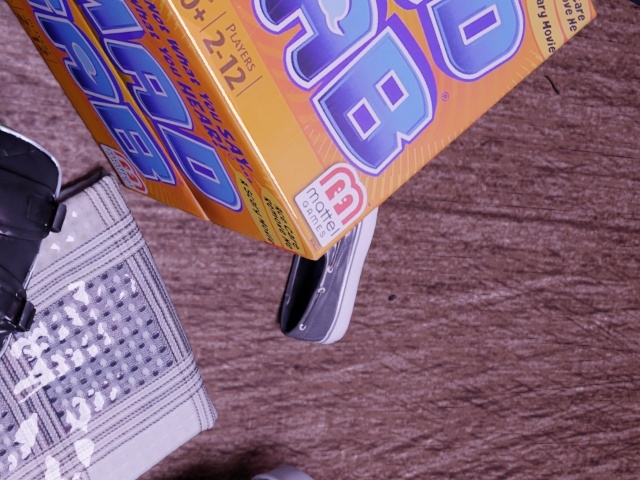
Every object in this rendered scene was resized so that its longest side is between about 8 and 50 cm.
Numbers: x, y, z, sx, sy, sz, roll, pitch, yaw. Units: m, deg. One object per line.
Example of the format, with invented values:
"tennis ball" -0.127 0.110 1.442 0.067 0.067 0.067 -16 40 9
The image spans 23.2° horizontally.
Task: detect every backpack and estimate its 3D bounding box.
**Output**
"backpack" -0.374 -0.022 1.315 0.253 0.191 0.225 27 72 -37

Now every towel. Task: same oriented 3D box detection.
"towel" -0.277 0.134 1.512 0.324 0.056 0.312 -31 117 -23

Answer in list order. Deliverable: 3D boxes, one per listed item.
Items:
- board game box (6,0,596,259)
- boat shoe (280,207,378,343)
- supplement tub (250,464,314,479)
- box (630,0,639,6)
"board game box" -0.051 -0.258 1.381 0.356 0.356 0.356 -41 120 -19
"boat shoe" 0.000 0.000 1.656 0.076 0.080 0.228 2 108 -36
"supplement tub" -0.126 0.388 1.567 0.325 0.235 0.235 -26 115 -26
"box" 0.347 -0.435 1.637 0.296 0.183 0.294 25 77 -15
